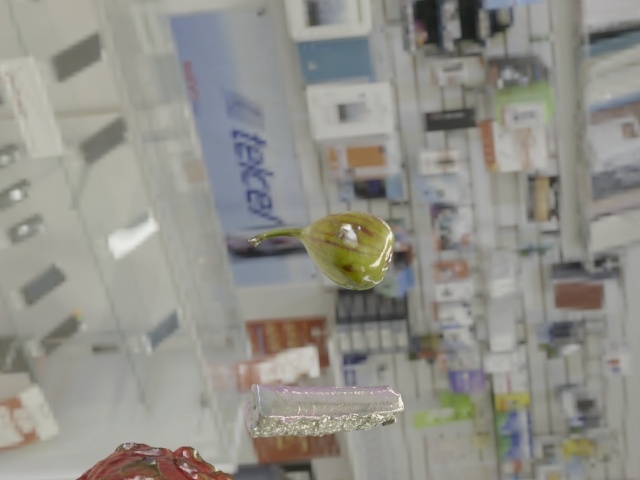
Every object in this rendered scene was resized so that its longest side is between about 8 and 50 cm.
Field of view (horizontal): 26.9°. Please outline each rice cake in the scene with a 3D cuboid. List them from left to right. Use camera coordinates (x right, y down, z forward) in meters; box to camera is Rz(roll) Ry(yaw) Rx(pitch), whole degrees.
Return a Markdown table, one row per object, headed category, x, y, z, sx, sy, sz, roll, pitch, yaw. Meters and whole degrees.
| category | x | y | z | sx | sy | sz | roll | pitch | yaw |
| --- | --- | --- | --- | --- | --- | --- | --- | --- | --- |
| rice cake | 0.006 | 0.184 | 1.469 | 0.270 | 0.049 | 0.055 | 9 | 43 | -52 |

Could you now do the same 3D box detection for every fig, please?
| category | x | y | z | sx | sy | sz | roll | pitch | yaw |
| --- | --- | --- | --- | --- | --- | --- | --- | --- | --- |
| fig | 0.003 | 0.006 | 1.539 | 0.093 | 0.166 | 0.093 | -171 | -90 | -83 |

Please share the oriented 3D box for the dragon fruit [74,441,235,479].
| category | x | y | z | sx | sy | sz | roll | pitch | yaw |
| --- | --- | --- | --- | --- | --- | --- | --- | --- | --- |
| dragon fruit | -0.160 | 0.355 | 1.245 | 0.277 | 0.277 | 0.342 | 75 | 11 | -53 |
